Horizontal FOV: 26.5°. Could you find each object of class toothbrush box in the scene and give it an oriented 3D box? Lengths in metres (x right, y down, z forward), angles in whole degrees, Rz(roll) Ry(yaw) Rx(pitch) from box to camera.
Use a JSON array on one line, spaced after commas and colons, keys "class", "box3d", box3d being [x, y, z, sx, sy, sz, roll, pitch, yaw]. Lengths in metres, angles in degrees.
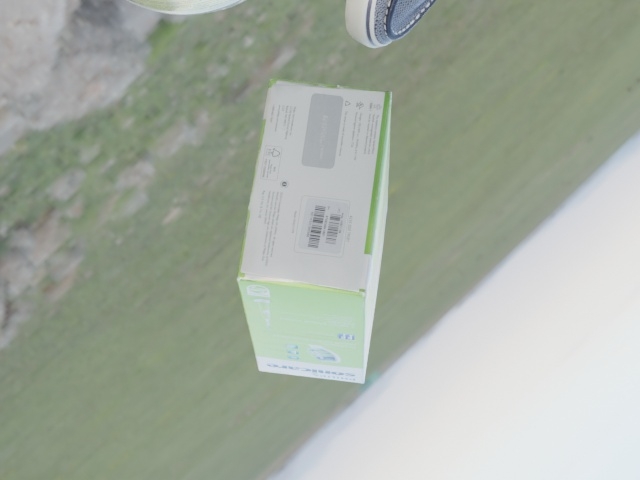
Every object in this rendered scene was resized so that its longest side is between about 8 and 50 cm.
[{"class": "toothbrush box", "box3d": [0.000, 0.000, 1.339, 0.283, 0.122, 0.206, 89, 9, -67]}]

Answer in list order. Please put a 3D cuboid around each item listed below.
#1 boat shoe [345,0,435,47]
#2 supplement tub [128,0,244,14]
[{"class": "boat shoe", "box3d": [0.164, -0.322, 1.338, 0.341, 0.158, 0.127, -62, 156, 9]}, {"class": "supplement tub", "box3d": [-0.139, -0.340, 1.257, 0.235, 0.235, 0.325, -44, 175, 2]}]
